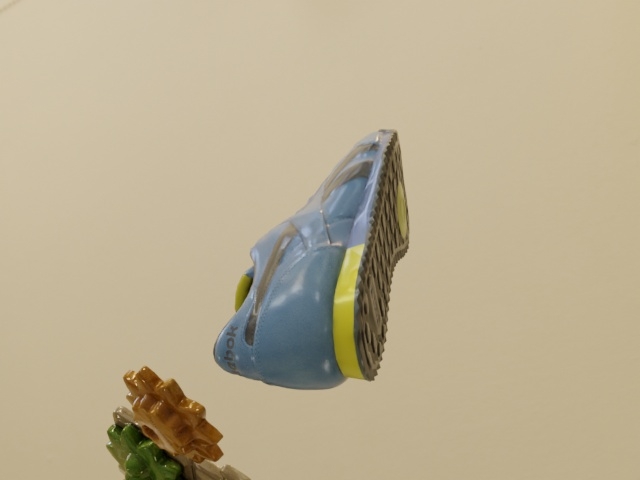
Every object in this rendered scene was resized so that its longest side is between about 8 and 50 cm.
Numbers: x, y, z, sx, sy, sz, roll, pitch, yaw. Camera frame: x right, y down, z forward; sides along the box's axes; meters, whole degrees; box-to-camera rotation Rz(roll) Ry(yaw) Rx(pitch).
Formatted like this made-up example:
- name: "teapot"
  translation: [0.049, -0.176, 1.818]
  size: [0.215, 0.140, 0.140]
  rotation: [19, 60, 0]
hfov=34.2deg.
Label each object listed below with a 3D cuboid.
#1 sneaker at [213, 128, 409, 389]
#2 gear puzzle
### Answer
- name: "sneaker"
  translation: [0.000, 0.000, 0.542]
  size: [0.082, 0.209, 0.069]
  rotation: [-5, -60, 16]
- name: "gear puzzle"
  translation: [-0.098, 0.217, 0.795]
  size: [0.175, 0.044, 0.338]
  rotation: [27, -39, 23]
